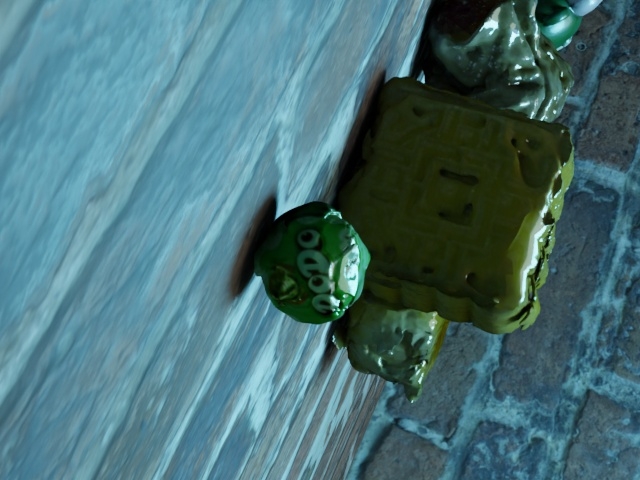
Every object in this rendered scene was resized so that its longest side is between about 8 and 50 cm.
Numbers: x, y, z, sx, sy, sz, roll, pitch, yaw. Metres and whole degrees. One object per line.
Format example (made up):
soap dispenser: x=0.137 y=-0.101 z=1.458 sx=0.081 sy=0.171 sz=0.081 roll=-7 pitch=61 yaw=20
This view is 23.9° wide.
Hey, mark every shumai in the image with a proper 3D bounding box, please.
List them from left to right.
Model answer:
shumai: x=0.223 y=-0.228 z=1.790 sx=0.218 sy=0.184 sz=0.185 roll=-35 pitch=151 yaw=-46

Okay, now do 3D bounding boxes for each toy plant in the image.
toy plant: x=0.284 y=-0.304 z=2.078 sx=0.232 sy=0.113 sz=0.243 roll=-26 pitch=-168 yaw=12

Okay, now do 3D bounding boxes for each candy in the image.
candy: x=0.000 y=0.002 z=1.302 sx=0.323 sy=0.097 sz=0.097 roll=-69 pitch=179 yaw=-80

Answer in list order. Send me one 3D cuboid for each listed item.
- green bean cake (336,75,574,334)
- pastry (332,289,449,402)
green bean cake: x=0.133 y=-0.034 z=1.533 sx=0.131 sy=0.229 sz=0.224 roll=65 pitch=44 yaw=-71
pastry: x=0.127 y=0.046 z=2.040 sx=0.329 sy=0.136 sz=0.330 roll=19 pitch=90 yaw=-82
